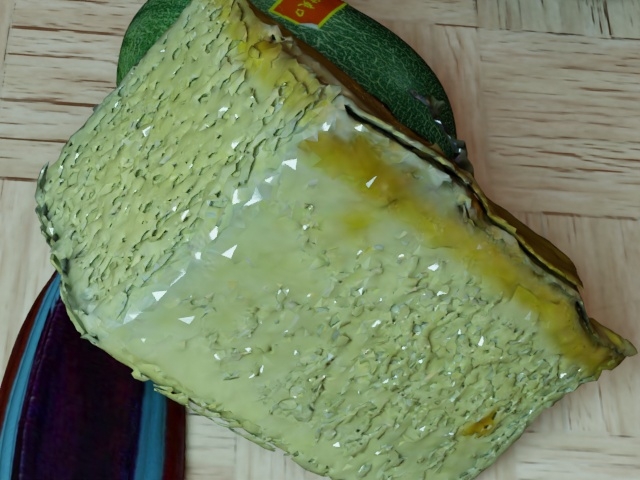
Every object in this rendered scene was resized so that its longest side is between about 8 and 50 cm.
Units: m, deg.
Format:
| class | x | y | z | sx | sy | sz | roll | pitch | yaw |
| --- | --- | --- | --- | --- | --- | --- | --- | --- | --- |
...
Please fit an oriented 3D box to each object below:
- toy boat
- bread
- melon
| class | x | y | z | sx | sy | sz | roll | pitch | yaw |
| --- | --- | --- | --- | --- | --- | --- | --- | --- | --- |
| toy boat | -0.160 | 0.165 | 1.019 | 0.136 | 0.079 | 0.392 | 4 | 51 | -3 |
| bread | 0.000 | 0.000 | 1.041 | 0.248 | 0.315 | 0.279 | -46 | 44 | 9 |
| melon | -0.017 | -0.094 | 1.153 | 0.287 | 0.182 | 0.182 | 29 | 56 | 10 |
